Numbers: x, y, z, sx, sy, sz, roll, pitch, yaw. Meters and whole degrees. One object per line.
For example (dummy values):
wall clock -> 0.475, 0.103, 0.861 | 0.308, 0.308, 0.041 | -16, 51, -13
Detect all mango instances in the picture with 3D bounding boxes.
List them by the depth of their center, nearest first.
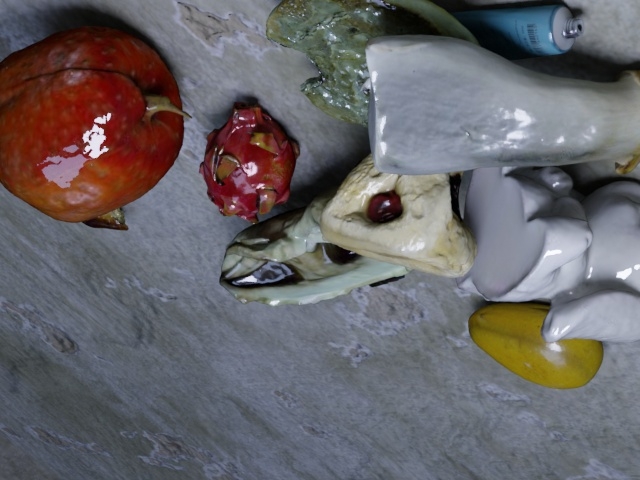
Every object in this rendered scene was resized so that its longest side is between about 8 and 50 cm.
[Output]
mango -> 0.304, 0.141, 1.706 | 0.195, 0.098, 0.137 | 23, 153, 17

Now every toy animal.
toy animal -> 0.310, 0.013, 1.406 | 0.265, 0.271, 0.206 | 12, 126, -24

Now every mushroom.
mushroom -> 0.197, -0.133, 1.233 | 0.329, 0.122, 0.159 | 2, 158, -8
mushroom -> 0.000, -0.002, 1.609 | 0.248, 0.130, 0.344 | 8, 162, -25

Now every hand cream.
hand cream -> 0.182, -0.217, 1.291 | 0.224, 0.048, 0.083 | 3, 143, 42

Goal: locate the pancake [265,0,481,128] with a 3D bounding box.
pancake -> 0.064, -0.199, 1.328 | 0.254, 0.037, 0.253 | 15, 150, 9

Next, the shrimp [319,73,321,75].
shrimp -> 0.079, -0.191, 1.402 | 0.161, 0.034, 0.091 | 16, 150, 9

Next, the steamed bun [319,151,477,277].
steamed bun -> 0.100, -0.051, 1.366 | 0.172, 0.155, 0.141 | 12, 173, 23

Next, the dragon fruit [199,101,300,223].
dragon fruit -> -0.090, -0.104, 1.576 | 0.133, 0.136, 0.166 | -4, 123, -14

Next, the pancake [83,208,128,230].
pancake -> -0.397, -0.087, 1.876 | 0.257, 0.056, 0.212 | 1, 143, 34

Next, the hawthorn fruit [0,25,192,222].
hawthorn fruit -> -0.302, -0.153, 1.538 | 0.258, 0.258, 0.262 | 32, 123, -13
